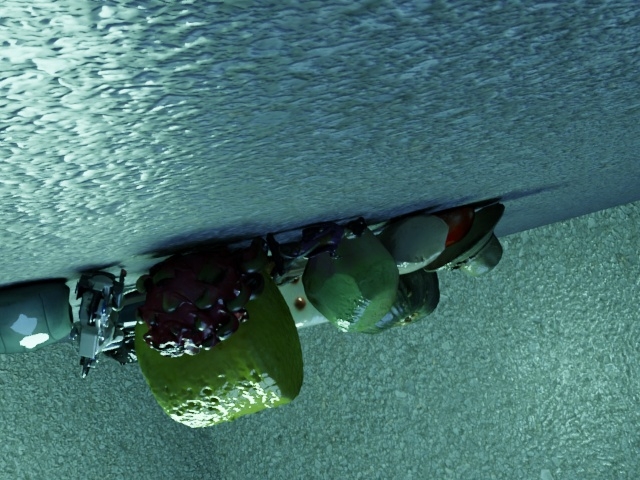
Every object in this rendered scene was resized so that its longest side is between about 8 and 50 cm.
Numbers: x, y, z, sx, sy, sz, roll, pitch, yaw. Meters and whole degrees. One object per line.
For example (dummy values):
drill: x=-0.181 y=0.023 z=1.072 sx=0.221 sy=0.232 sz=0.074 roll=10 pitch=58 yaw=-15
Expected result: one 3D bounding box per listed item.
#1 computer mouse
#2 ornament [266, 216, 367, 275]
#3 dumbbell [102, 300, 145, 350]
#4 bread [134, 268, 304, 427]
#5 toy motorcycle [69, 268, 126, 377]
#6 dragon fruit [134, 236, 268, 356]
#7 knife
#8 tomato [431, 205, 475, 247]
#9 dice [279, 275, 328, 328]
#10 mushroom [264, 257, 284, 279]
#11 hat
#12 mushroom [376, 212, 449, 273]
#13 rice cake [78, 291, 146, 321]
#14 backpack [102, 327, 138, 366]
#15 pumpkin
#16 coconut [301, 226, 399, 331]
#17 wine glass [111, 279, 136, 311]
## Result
computer mouse: x=-0.578 y=0.159 z=1.698 sx=0.188 sy=0.121 sz=0.371 roll=-11 pitch=177 yaw=-15
ornament: x=0.000 y=0.009 z=1.700 sx=0.203 sy=0.081 sz=0.088 roll=-12 pitch=175 yaw=-11
dumbbell: x=-0.403 y=0.170 z=2.061 sx=0.316 sy=0.156 sz=0.143 roll=-11 pitch=-155 yaw=-19
bread: x=-0.212 y=0.227 z=1.870 sx=0.308 sy=0.348 sz=0.348 roll=-25 pitch=173 yaw=7
toy motorcycle: x=-0.425 y=0.147 z=1.645 sx=0.102 sy=0.150 sz=0.221 roll=14 pitch=127 yaw=-5
dragon fruit: x=-0.209 y=0.105 z=1.609 sx=0.273 sy=0.198 sz=0.218 roll=-13 pitch=166 yaw=-10
knife: x=0.018 y=0.044 z=2.171 sx=0.365 sy=0.043 sz=0.089 roll=-16 pitch=143 yaw=-34
tomato: x=0.290 y=-0.022 z=2.070 sx=0.166 sy=0.082 sz=0.174 roll=-14 pitch=172 yaw=0
dice: x=-0.043 y=0.134 z=2.292 sx=0.193 sy=0.191 sz=0.194 roll=-18 pitch=174 yaw=31
mushroom: x=-0.136 y=0.087 z=2.163 sx=0.126 sy=0.085 sz=0.109 roll=-38 pitch=-178 yaw=39
hat: x=0.376 y=0.028 z=2.088 sx=0.252 sy=0.110 sz=0.252 roll=-41 pitch=-172 yaw=7
mushroom: x=0.175 y=0.018 z=1.997 sx=0.128 sy=0.128 sz=0.350 roll=-10 pitch=176 yaw=-30
rice cake: x=-0.463 y=0.159 z=2.234 sx=0.365 sy=0.056 sz=0.072 roll=-14 pitch=-175 yaw=4
backpack: x=-0.480 y=0.248 z=2.251 sx=0.206 sy=0.133 sz=0.258 roll=-15 pitch=-167 yaw=-34
pumpkin: x=0.183 y=0.131 z=2.459 sx=0.292 sy=0.257 sz=0.328 roll=-29 pitch=163 yaw=22
coconut: x=0.058 y=0.073 z=1.888 sx=0.205 sy=0.236 sz=0.236 roll=-38 pitch=178 yaw=-8
wine glass: x=-0.310 y=0.081 z=1.771 sx=0.262 sy=0.074 sz=0.074 roll=-16 pitch=174 yaw=16
